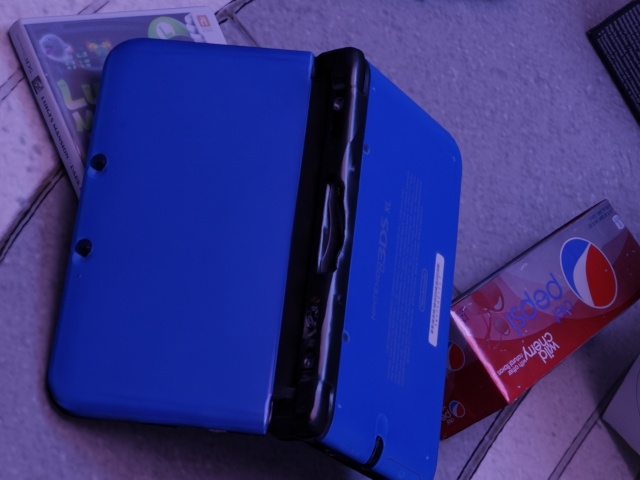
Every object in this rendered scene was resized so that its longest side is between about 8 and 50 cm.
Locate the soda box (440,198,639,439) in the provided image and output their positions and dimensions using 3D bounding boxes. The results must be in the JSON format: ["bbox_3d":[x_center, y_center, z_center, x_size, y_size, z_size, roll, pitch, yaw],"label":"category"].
[{"bbox_3d":[0.173,0.061,1.423,0.263,0.083,0.092,-30,86,-46],"label":"soda box"}]

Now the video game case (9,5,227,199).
[{"bbox_3d":[-0.124,-0.096,1.300,0.190,0.022,0.173,-12,72,-44],"label":"video game case"}]

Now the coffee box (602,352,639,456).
[{"bbox_3d":[0.508,0.102,1.424,0.338,0.334,0.338,-19,54,-41],"label":"coffee box"}]

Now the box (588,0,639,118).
[{"bbox_3d":[0.428,-0.226,1.681,0.165,0.270,0.143,-23,82,-46],"label":"box"}]

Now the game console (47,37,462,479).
[{"bbox_3d":[-0.034,0.019,1.245,0.250,0.173,0.293,36,54,-49],"label":"game console"}]
